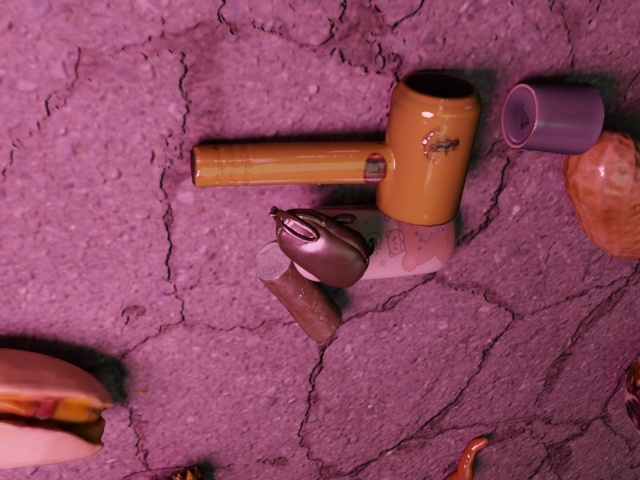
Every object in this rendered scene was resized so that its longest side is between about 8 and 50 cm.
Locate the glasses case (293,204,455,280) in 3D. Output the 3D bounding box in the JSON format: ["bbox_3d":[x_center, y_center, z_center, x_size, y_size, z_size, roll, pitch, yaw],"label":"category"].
[{"bbox_3d":[0.062,0.001,0.721,0.204,0.051,0.081,-4,105,-28],"label":"glasses case"}]

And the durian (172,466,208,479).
[{"bbox_3d":[-0.214,0.367,0.876,0.108,0.119,0.186,14,111,13],"label":"durian"}]

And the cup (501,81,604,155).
[{"bbox_3d":[0.240,-0.125,0.709,0.077,0.078,0.100,-1,155,-16],"label":"cup"}]

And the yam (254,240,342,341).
[{"bbox_3d":[-0.022,0.059,0.742,0.054,0.054,0.132,-34,129,3],"label":"yam"}]

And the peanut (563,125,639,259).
[{"bbox_3d":[0.360,-0.051,0.792,0.108,0.095,0.226,-42,132,-4],"label":"peanut"}]

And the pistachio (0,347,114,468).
[{"bbox_3d":[-0.316,0.169,0.665,0.200,0.117,0.145,12,157,-38],"label":"pistachio"}]

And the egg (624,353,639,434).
[{"bbox_3d":[0.578,0.250,1.058,0.169,0.169,0.231,-29,124,-1],"label":"egg"}]

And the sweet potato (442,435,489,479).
[{"bbox_3d":[0.234,0.395,1.102,0.044,0.044,0.179,3,123,-25],"label":"sweet potato"}]

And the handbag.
[{"bbox_3d":[0.000,0.000,0.636,0.111,0.047,0.072,30,117,-15],"label":"handbag"}]

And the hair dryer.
[{"bbox_3d":[0.016,-0.087,0.637,0.279,0.090,0.135,-3,126,-13],"label":"hair dryer"}]
